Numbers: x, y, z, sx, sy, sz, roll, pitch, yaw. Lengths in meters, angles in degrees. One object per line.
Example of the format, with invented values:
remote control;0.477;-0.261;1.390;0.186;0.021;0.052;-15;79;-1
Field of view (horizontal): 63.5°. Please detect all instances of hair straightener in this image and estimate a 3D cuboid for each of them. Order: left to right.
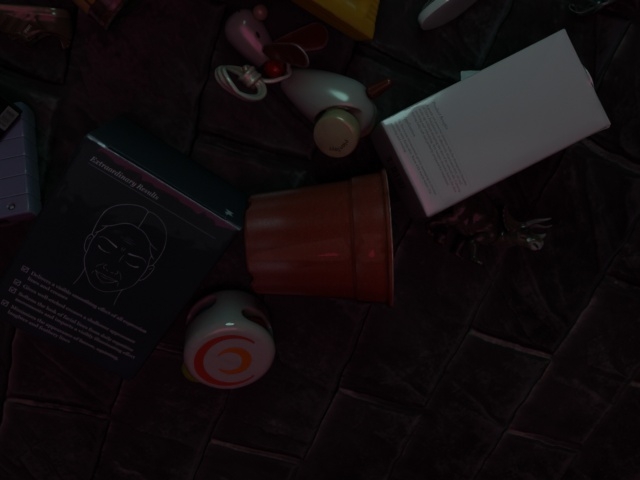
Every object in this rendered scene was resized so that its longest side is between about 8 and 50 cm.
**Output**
hair straightener;0.579;-0.474;0.959;0.231;0.089;0.047;-18;95;5

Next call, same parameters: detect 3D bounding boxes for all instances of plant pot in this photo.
plant pot;0.000;0.000;1.015;0.265;0.272;0.272;-3;113;4

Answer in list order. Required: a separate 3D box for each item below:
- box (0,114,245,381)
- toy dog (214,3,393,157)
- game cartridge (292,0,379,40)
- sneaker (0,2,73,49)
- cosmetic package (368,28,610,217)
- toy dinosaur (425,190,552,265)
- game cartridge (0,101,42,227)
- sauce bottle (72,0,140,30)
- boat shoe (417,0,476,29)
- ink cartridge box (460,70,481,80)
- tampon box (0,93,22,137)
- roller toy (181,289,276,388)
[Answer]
box;-0.375;0.014;0.993;0.294;0.212;0.395;34;106;-17
toy dog;-0.005;-0.301;0.920;0.334;0.220;0.161;29;129;-26
game cartridge;0.022;-0.507;0.770;0.285;0.053;0.323;3;97;-52
sneaker;-0.530;-0.371;0.895;0.189;0.066;0.071;1;113;-6
cosmetic package;0.301;-0.205;0.960;0.366;0.155;0.196;-26;93;-2
toy dinosaur;0.314;-0.052;1.108;0.314;0.121;0.160;33;89;-5
game cartridge;-0.692;-0.114;0.926;0.355;0.068;0.230;-12;80;-1
sauce bottle;-0.444;-0.505;0.824;0.111;0.111;0.344;-40;112;11
boat shoe;0.262;-0.474;0.938;0.219;0.078;0.070;-36;77;13
ink cartridge box;0.349;-0.253;1.061;0.146;0.045;0.179;-3;95;-4
tampon box;-0.627;-0.235;0.873;0.161;0.101;0.120;33;80;10
roller toy;-0.197;0.210;1.129;0.210;0.146;0.191;-1;122;-12
